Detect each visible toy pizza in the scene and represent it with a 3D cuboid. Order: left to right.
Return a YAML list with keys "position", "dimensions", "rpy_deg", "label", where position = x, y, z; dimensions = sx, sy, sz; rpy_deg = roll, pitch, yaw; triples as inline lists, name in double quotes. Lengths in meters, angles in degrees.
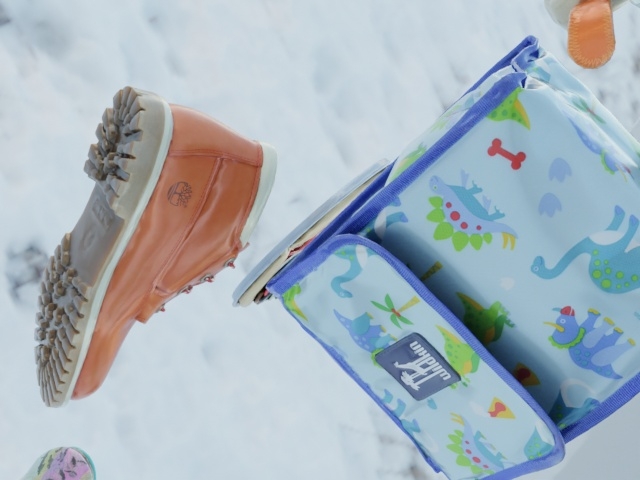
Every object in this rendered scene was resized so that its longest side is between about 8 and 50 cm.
- position: [0.000, 0.000, 1.400]
  dimensions: [0.032, 0.201, 0.201]
  rpy_deg: [48, 20, 4]
  label: "toy pizza"

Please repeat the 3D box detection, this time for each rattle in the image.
- position: [0.169, -0.200, 0.947]
  dimensions: [0.199, 0.130, 0.143]
  rpy_deg: [-39, 116, -51]
  label: "rattle"

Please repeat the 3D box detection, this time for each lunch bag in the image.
- position: [0.070, 0.017, 0.611]
  dimensions: [0.129, 0.151, 0.096]
  rpy_deg: [46, 25, -4]
  label: "lunch bag"

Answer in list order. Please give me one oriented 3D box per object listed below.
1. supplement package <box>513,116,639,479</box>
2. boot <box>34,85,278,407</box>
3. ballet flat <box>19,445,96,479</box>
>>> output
- position: [0.216, 0.069, 0.839]
  dimensions: [0.204, 0.262, 0.145]
  rpy_deg: [37, -3, 26]
  label: "supplement package"
- position: [-0.076, 0.013, 0.691]
  dimensions: [0.084, 0.158, 0.059]
  rpy_deg: [13, 24, -32]
  label: "boot"
- position: [-0.272, 0.264, 1.357]
  dimensions: [0.079, 0.221, 0.077]
  rpy_deg: [-20, 67, -46]
  label: "ballet flat"
